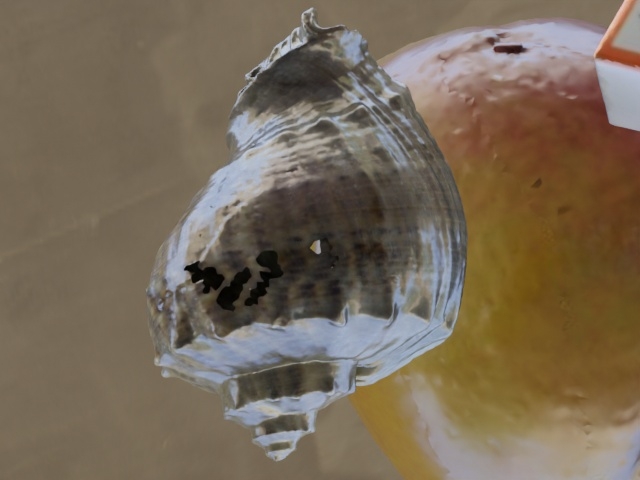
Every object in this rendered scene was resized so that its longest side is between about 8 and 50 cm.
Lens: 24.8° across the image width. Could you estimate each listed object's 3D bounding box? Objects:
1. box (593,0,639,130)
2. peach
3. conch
[{"bbox_3d":[0.270,-0.121,0.488,0.265,0.048,0.273,21,-112,32],"label":"box"},{"bbox_3d":[0.140,0.034,0.991,0.372,0.290,0.373,1,-88,32],"label":"peach"},{"bbox_3d":[0.000,0.000,0.679,0.155,0.130,0.207,16,-106,-45],"label":"conch"}]
